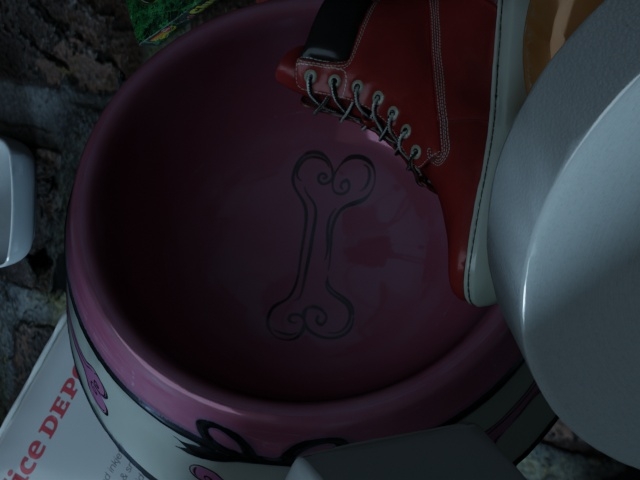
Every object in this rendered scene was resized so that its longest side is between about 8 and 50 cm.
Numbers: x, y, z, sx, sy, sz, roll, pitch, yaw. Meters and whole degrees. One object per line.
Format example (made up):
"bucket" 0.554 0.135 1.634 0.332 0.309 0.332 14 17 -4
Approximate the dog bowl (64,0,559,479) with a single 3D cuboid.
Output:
"dog bowl" 0.000 0.000 1.321 0.408 0.408 0.150 57 172 25

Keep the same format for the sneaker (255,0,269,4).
"sneaker" 0.002 -0.142 1.528 0.093 0.088 0.225 -9 88 45

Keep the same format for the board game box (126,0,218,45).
"board game box" -0.101 -0.291 1.662 0.260 0.030 0.136 -29 76 44

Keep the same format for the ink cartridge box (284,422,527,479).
"ink cartridge box" 0.044 0.350 1.120 0.279 0.160 0.384 47 126 33

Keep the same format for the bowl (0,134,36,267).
"bowl" -0.346 -0.046 1.923 0.142 0.053 0.142 11 103 46

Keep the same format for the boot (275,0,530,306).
"boot" 0.053 -0.065 1.220 0.088 0.176 0.244 79 -167 -56

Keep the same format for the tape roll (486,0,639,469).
"tape roll" 0.287 -0.023 1.039 0.392 0.392 0.072 -63 29 30

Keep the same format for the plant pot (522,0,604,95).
"plant pot" 0.270 -0.120 1.172 0.291 0.203 0.291 6 99 44

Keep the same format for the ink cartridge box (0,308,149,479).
"ink cartridge box" -0.098 0.213 1.411 0.306 0.131 0.226 29 88 20
